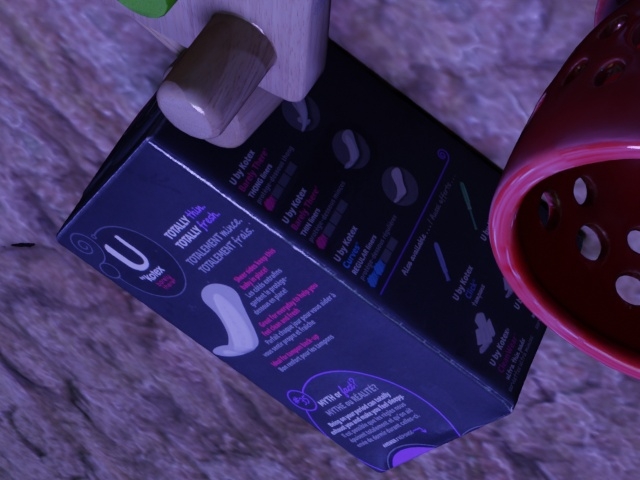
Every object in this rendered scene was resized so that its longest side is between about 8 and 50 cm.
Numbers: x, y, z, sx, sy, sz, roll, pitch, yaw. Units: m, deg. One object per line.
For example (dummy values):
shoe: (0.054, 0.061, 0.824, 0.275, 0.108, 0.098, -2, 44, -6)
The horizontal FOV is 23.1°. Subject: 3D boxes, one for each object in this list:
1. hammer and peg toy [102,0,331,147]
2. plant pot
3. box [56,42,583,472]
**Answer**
hammer and peg toy: (-0.114, -0.163, 0.720, 0.266, 0.127, 0.361, 30, 156, 10)
plant pot: (0.197, -0.042, 0.750, 0.191, 0.174, 0.191, 20, 146, 14)
box: (0.000, 0.000, 0.988, 0.270, 0.143, 0.165, 37, 145, -12)
